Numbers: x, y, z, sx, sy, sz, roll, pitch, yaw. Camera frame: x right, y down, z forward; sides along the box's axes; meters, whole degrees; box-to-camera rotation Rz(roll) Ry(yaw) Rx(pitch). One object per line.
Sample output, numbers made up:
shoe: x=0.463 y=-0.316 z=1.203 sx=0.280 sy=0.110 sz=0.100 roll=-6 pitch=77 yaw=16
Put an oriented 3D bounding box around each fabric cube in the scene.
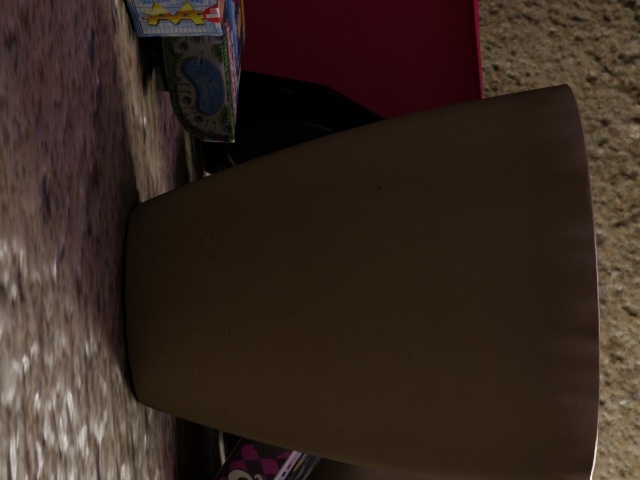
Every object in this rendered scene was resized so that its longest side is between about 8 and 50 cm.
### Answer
fabric cube: x=0.027 y=-0.195 z=1.643 sx=0.258 sy=0.259 sz=0.254 roll=78 pitch=12 yaw=-78

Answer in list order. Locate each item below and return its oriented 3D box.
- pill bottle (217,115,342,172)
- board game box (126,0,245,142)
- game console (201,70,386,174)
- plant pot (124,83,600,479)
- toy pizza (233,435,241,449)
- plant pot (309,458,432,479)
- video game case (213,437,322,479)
pill bottle: x=-0.035 y=0.021 z=1.363 sx=0.123 sy=0.123 sz=0.219 roll=-89 pitch=-171 yaw=-56
board game box: x=-0.090 y=-0.171 z=1.136 sx=0.194 sy=0.060 sz=0.194 roll=-87 pitch=175 yaw=-54
game console: x=0.000 y=0.000 z=1.500 sx=0.044 sy=0.213 sz=0.361 roll=-53 pitch=155 yaw=-34
plant pot: x=0.022 y=0.037 z=1.057 sx=0.256 sy=0.274 sz=0.256 roll=-3 pitch=90 yaw=-88
toy pizza: x=-0.072 y=0.162 z=1.684 sx=0.201 sy=0.032 sz=0.201 roll=-3 pitch=90 yaw=-89
plant pot: x=0.108 y=0.251 z=1.504 sx=0.305 sy=0.334 sz=0.334 roll=-101 pitch=-175 yaw=-46
video game case: x=-0.027 y=0.163 z=1.323 sx=0.210 sy=0.042 sz=0.232 roll=-55 pitch=171 yaw=-10
